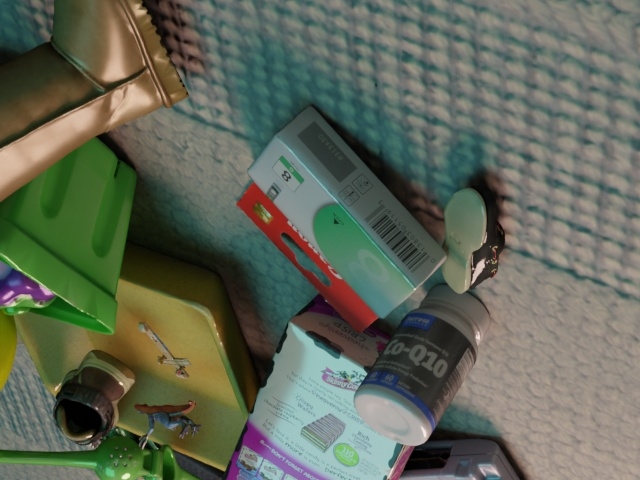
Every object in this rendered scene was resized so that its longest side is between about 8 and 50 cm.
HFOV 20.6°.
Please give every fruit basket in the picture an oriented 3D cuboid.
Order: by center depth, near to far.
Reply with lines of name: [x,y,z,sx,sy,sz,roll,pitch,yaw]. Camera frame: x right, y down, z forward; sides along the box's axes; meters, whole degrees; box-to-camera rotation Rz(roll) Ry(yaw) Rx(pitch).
fruit basket: [-0.393,0.033,1.745,0.392,0.392,0.283,16,164,31]

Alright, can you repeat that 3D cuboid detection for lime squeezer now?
lime squeezer: [-0.214,0.265,1.997,0.310,0.058,0.110,15,141,-39]

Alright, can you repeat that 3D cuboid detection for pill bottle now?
pill bottle: [0.095,0.111,1.594,0.078,0.137,0.078,25,150,16]

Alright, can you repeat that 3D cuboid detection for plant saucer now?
plant saucer: [-0.198,0.104,1.947,0.333,0.081,0.333,18,146,27]

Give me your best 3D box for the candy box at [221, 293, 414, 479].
candy box: [0.012,0.191,1.768,0.159,0.071,0.233,31,125,12]

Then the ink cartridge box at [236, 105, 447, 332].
ink cartridge box: [0.000,0.000,1.591,0.181,0.056,0.224,47,149,2]

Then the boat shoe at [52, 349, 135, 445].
boat shoe: [-0.269,0.191,1.989,0.080,0.073,0.223,37,150,-1]

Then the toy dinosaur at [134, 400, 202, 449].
toy dinosaur: [-0.170,0.189,1.941,0.082,0.047,0.090,31,118,25]

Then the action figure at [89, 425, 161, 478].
action figure: [-0.255,0.245,2.227,0.137,0.063,0.232,3,136,52]

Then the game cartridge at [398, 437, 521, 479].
game cartridge: [0.099,0.297,1.886,0.294,0.060,0.196,-8,127,33]

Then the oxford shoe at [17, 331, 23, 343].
oxford shoe: [-0.473,-0.002,2.010,0.397,0.146,0.140,46,148,-18]

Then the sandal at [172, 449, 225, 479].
sandal: [-0.082,0.307,2.158,0.254,0.054,0.097,30,144,30]

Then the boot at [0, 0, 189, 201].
boot: [-0.266,-0.135,1.481,0.089,0.269,0.236,57,174,49]

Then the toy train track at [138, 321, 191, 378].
toy train track: [-0.166,0.118,1.839,0.048,0.014,0.083,-1,134,46]

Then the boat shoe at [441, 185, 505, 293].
boat shoe: [0.132,-0.006,1.488,0.049,0.042,0.133,53,158,28]
